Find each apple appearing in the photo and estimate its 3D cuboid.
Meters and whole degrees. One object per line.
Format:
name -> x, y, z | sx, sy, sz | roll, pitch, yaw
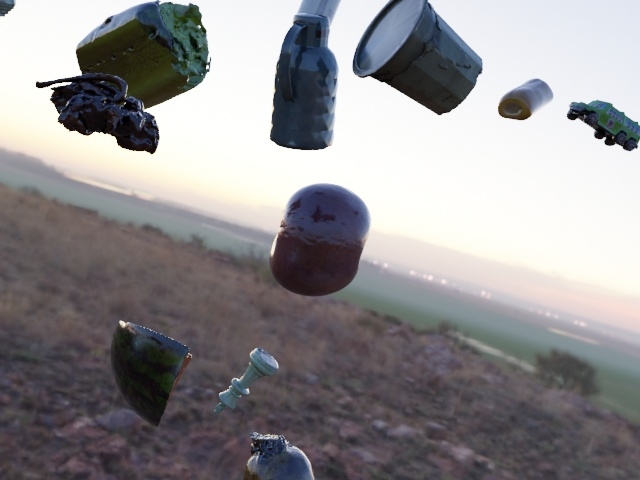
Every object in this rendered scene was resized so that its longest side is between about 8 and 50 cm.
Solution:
apple -> 0.000, 0.000, 2.295 | 0.235, 0.305, 0.306 | 17, 0, -5

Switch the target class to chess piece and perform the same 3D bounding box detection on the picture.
chess piece -> -0.147, 0.272, 1.637 | 0.059, 0.149, 0.059 | 42, 6, -6

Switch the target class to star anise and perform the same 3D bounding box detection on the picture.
star anise -> -0.405, -0.247, 1.677 | 0.190, 0.125, 0.220 | 47, 19, 23

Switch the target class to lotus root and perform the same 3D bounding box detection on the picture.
lotus root -> -0.085, 0.578, 1.968 | 0.169, 0.313, 0.141 | -6, -7, -42

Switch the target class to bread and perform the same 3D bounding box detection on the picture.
bread -> -0.457, -0.475, 2.279 | 0.377, 0.251, 0.208 | -15, 12, 38
bread -> 0.534, -0.369, 2.268 | 0.093, 0.073, 0.239 | 12, 25, 27

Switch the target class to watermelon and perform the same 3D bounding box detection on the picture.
watermelon -> -0.278, 0.207, 1.441 | 0.137, 0.192, 0.145 | -22, -7, -10

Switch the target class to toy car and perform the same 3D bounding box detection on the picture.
toy car -> 0.562, -0.234, 1.726 | 0.165, 0.062, 0.071 | 26, 5, -27

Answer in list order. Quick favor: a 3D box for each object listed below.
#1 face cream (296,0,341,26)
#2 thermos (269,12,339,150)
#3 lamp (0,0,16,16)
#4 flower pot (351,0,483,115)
face cream -> 0.036, -0.711, 2.311 | 0.102, 0.345, 0.102 | 21, -8, 3
thermos -> -0.040, -0.342, 1.889 | 0.145, 0.286, 0.182 | 12, 20, 24
lamp -> -0.722, -0.584, 1.933 | 0.106, 0.192, 0.106 | 9, 10, -2
flower pot -> 0.203, -0.355, 1.707 | 0.203, 0.212, 0.212 | 32, -6, -22
